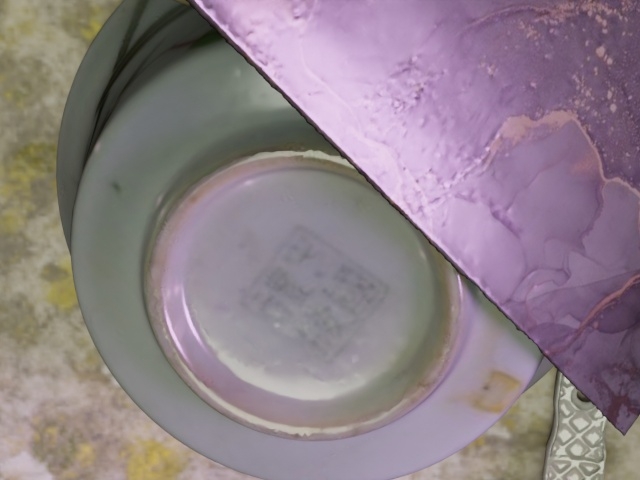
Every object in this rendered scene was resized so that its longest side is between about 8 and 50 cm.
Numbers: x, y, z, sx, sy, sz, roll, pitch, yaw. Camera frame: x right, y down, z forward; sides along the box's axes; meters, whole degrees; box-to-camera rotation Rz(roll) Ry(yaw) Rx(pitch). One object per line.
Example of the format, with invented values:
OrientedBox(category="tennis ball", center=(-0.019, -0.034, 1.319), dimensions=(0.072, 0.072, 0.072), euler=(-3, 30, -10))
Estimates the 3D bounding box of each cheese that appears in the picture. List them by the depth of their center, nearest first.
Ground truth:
OrientedBox(category="cheese", center=(0.157, 0.187, 1.004), dimensions=(0.127, 0.054, 0.251), euler=(5, 103, 1))

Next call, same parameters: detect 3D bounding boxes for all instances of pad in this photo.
OrientedBox(category="pad", center=(0.126, -0.093, 0.789), dimensions=(0.367, 0.007, 0.247), euler=(44, 77, -31))

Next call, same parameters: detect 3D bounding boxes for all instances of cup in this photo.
OrientedBox(category="cup", center=(0.000, 0.000, 0.879), dimensions=(0.347, 0.163, 0.347), euler=(3, 111, 7))

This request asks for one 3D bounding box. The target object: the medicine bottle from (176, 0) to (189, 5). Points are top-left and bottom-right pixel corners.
OrientedBox(category="medicine bottle", center=(-0.158, -0.230, 0.771), dimensions=(0.322, 0.151, 0.151), euler=(22, 114, 15))
